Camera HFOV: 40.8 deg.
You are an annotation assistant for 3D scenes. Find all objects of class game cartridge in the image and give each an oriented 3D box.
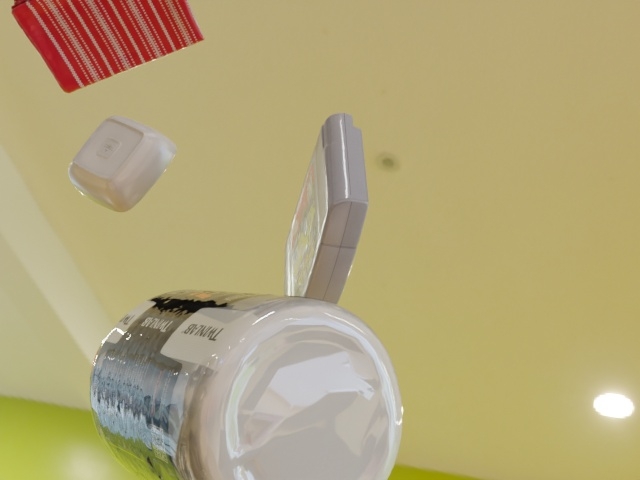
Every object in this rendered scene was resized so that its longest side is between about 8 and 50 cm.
[{"bbox_3d":[0.000,0.000,1.160,0.060,0.196,0.294,5,-44,-14],"label":"game cartridge"}]

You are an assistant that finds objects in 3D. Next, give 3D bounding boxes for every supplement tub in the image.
[{"bbox_3d":[-0.094,0.152,0.828,0.207,0.207,0.338,41,-21,-25],"label":"supplement tub"}]

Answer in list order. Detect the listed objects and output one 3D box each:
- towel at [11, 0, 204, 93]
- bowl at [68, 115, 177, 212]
[{"bbox_3d":[-0.361,-0.374,1.475,0.275,0.031,0.199,-21,-46,2],"label":"towel"},{"bbox_3d":[-0.301,-0.122,1.276,0.142,0.142,0.053,26,-17,31],"label":"bowl"}]
